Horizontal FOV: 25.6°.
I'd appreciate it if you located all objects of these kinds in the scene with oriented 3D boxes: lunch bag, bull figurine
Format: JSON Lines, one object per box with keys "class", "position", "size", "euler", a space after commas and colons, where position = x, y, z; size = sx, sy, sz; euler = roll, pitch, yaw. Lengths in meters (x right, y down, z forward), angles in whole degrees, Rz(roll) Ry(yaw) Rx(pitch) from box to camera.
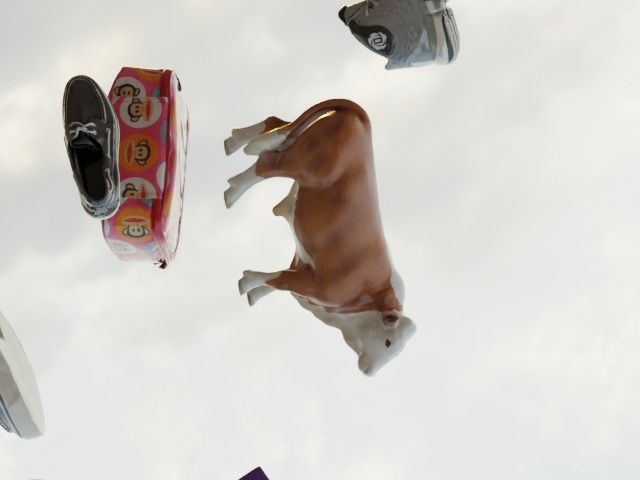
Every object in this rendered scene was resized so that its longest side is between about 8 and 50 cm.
{"class": "lunch bag", "position": [-0.277, -0.109, 2.253], "size": [0.120, 0.258, 0.293], "euler": [3, -106, 1]}
{"class": "bull figurine", "position": [0.000, 0.000, 1.553], "size": [0.189, 0.310, 0.101], "euler": [-6, -169, 5]}

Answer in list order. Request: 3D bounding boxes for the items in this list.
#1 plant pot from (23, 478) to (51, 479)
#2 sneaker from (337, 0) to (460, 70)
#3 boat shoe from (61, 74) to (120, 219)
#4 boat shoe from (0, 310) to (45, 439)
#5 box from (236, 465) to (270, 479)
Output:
{"class": "plant pot", "position": [-0.349, 0.403, 1.711], "size": [0.284, 0.284, 0.191], "euler": [-22, -142, 12]}
{"class": "sneaker", "position": [0.075, -0.304, 1.648], "size": [0.132, 0.228, 0.086], "euler": [-10, -168, 20]}
{"class": "boat shoe", "position": [-0.307, -0.133, 1.898], "size": [0.075, 0.065, 0.206], "euler": [-10, -102, -4]}
{"class": "boat shoe", "position": [-0.513, 0.159, 1.958], "size": [0.158, 0.340, 0.127], "euler": [-19, -149, 2]}
{"class": "box", "position": [-0.187, 0.361, 1.497], "size": [0.293, 0.057, 0.201], "euler": [-30, 168, -27]}
